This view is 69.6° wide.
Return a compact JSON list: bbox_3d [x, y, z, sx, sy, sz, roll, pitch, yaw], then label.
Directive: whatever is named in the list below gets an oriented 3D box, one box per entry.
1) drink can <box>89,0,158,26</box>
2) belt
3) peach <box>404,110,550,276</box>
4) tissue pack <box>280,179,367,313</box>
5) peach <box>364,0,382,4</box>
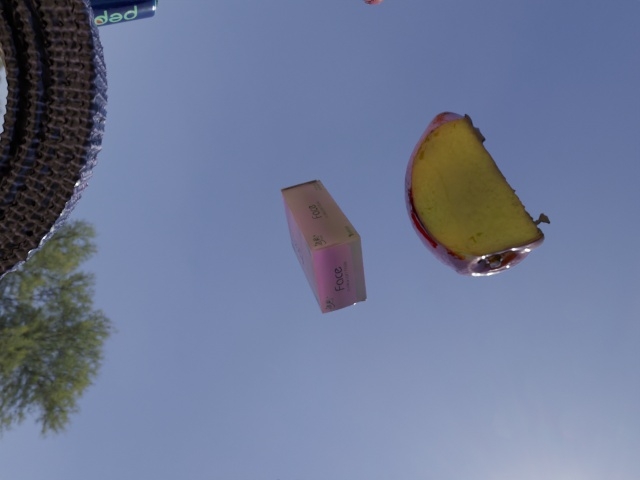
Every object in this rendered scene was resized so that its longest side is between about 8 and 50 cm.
[{"bbox_3d":[-0.424,-0.473,0.880,0.204,0.118,0.118,-28,-145,-27],"label":"drink can"},{"bbox_3d":[-0.294,-0.110,0.324,0.122,0.260,0.325,-149,-111,-65],"label":"belt"},{"bbox_3d":[0.207,-0.066,0.718,0.153,0.159,0.268,-26,-112,5],"label":"peach"},{"bbox_3d":[0.000,0.000,0.886,0.092,0.149,0.246,-15,-147,-9],"label":"tissue pack"},{"bbox_3d":[0.067,-0.375,0.650,0.077,0.083,0.050,40,-95,23],"label":"peach"}]
